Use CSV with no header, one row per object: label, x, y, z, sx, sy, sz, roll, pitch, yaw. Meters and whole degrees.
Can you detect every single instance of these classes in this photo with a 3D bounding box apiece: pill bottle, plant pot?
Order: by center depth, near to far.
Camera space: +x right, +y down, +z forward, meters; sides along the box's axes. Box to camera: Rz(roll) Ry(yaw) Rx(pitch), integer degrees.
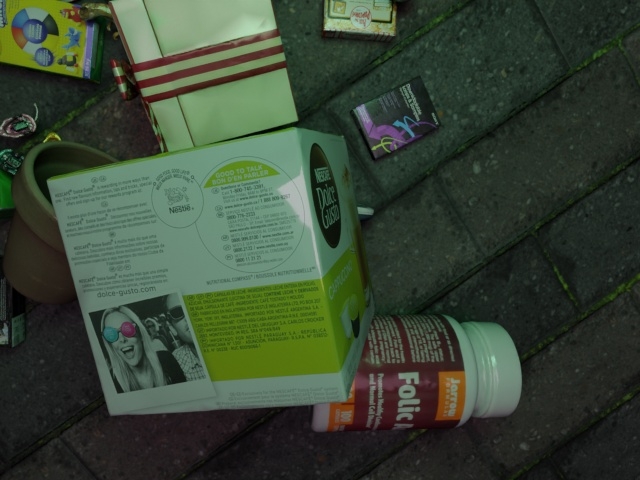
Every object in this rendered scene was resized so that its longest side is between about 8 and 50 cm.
plant pot,-0.441,-0.006,0.769,0.263,0.263,0.229,42,109,-9
pill bottle,0.172,0.262,0.859,0.391,0.224,0.224,0,97,-5

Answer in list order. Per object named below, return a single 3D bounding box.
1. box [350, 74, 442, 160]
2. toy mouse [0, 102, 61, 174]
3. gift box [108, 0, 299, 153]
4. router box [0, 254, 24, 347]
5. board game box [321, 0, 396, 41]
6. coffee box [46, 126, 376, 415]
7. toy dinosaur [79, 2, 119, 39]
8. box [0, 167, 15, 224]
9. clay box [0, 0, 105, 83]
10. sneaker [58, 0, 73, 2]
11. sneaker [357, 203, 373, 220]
box,0.160,-0.256,0.890,0.162,0.029,0.116,-28,99,-3
toy mouse,-0.567,-0.178,0.803,0.143,0.031,0.161,-9,93,-29
gift box,-0.192,-0.275,0.722,0.257,0.255,0.277,-15,113,-6
router box,-0.670,0.118,0.844,0.133,0.046,0.179,4,97,-6
board game box,0.078,-0.505,0.840,0.146,0.045,0.194,2,97,-6
coffee box,-0.119,0.024,0.666,0.337,0.337,0.335,-8,99,14
toy dinosaur,-0.328,-0.419,0.791,0.211,0.064,0.112,-30,136,-29
box,-0.725,-0.116,0.770,0.231,0.127,0.262,-29,100,-3
clay box,-0.528,-0.382,0.789,0.221,0.053,0.128,8,99,-8
sneaker,-0.543,-0.489,0.736,0.221,0.128,0.087,8,97,-7
sneaker,-0.001,0.000,0.878,0.225,0.086,0.164,-3,99,-7
